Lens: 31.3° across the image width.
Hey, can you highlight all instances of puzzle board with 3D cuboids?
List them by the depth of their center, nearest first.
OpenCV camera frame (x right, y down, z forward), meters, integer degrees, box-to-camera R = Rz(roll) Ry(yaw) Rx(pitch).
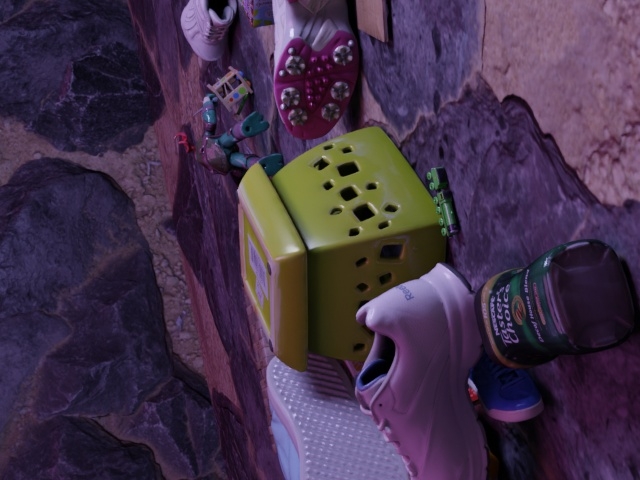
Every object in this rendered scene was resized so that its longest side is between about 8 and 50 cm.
[{"bbox_3d":[0.062,-0.313,1.390,0.096,0.011,0.128,-131,34,-63],"label":"puzzle board"}]

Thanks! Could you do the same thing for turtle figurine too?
[{"bbox_3d":[-0.164,-0.168,2.053,0.175,0.118,0.234,51,158,-25],"label":"turtle figurine"}]

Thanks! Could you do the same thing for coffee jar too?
[{"bbox_3d":[0.204,0.063,1.031,0.184,0.079,0.096,136,121,-72],"label":"coffee jar"}]

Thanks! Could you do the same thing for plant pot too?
[{"bbox_3d":[0.015,0.018,1.433,0.228,0.207,0.227,-118,22,-48],"label":"plant pot"}]

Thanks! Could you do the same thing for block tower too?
[{"bbox_3d":[-0.062,0.221,2.040,0.097,0.091,0.335,141,118,-70],"label":"block tower"}]

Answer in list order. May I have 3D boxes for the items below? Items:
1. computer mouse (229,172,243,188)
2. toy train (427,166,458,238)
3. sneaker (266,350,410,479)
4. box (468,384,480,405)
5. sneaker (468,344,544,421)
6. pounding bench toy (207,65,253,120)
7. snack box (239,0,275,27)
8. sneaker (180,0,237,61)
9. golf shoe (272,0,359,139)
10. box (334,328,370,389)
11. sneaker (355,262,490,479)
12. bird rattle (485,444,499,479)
[{"bbox_3d":[-0.103,-0.070,2.091,0.071,0.041,0.242,36,-163,-49],"label":"computer mouse"},{"bbox_3d":[0.140,-0.044,1.297,0.023,0.017,0.083,-30,72,63],"label":"toy train"},{"bbox_3d":[0.027,0.295,1.406,0.366,0.135,0.150,-112,12,-51],"label":"sneaker"},{"bbox_3d":[0.132,0.136,1.323,0.027,0.094,0.137,26,-139,-59],"label":"box"},{"bbox_3d":[0.182,0.126,1.194,0.152,0.058,0.085,-125,19,-69],"label":"sneaker"},{"bbox_3d":[-0.155,-0.270,2.106,0.083,0.065,0.052,52,177,-27],"label":"pounding bench toy"},{"bbox_3d":[-0.097,-0.459,1.734,0.207,0.070,0.174,97,156,-46],"label":"snack box"},{"bbox_3d":[-0.201,-0.414,2.109,0.232,0.090,0.115,94,155,-46],"label":"sneaker"},{"bbox_3d":[-0.011,-0.290,1.520,0.140,0.115,0.306,-109,20,-63],"label":"golf shoe"},{"bbox_3d":[0.057,0.144,1.564,0.203,0.103,0.114,-118,22,-46],"label":"box"},{"bbox_3d":[0.097,0.171,1.181,0.111,0.129,0.297,-149,49,-62],"label":"sneaker"},{"bbox_3d":[0.168,0.308,1.350,0.253,0.143,0.207,-109,23,-74],"label":"bird rattle"}]
